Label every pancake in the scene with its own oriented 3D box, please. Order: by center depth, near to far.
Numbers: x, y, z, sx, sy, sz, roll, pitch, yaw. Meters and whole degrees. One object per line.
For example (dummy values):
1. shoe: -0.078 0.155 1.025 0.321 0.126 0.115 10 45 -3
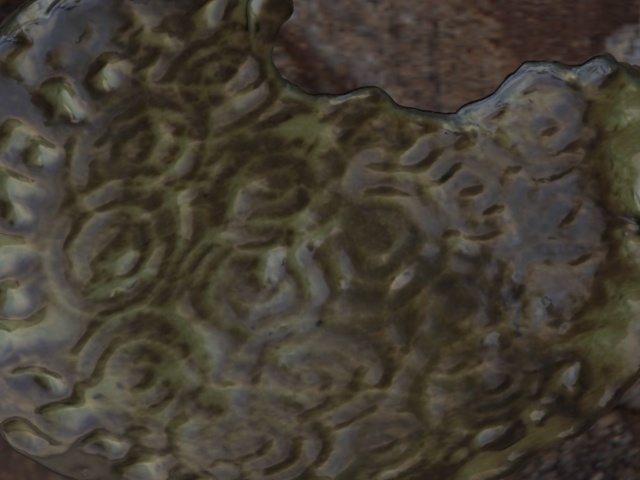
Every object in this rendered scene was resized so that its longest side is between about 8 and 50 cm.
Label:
1. pancake: 0.000 0.000 0.643 0.288 0.033 0.286 -17 126 -3
